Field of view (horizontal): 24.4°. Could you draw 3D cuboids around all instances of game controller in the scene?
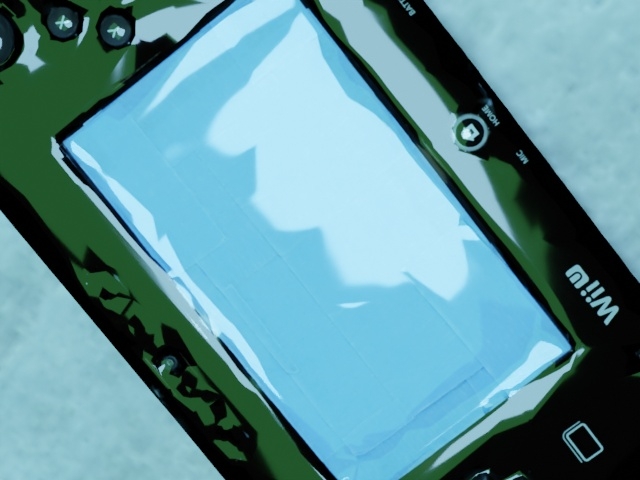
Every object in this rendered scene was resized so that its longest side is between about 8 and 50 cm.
[{"bbox_3d":[0.000,0.000,0.546,0.166,0.067,0.319,-37,99,15],"label":"game controller"}]
